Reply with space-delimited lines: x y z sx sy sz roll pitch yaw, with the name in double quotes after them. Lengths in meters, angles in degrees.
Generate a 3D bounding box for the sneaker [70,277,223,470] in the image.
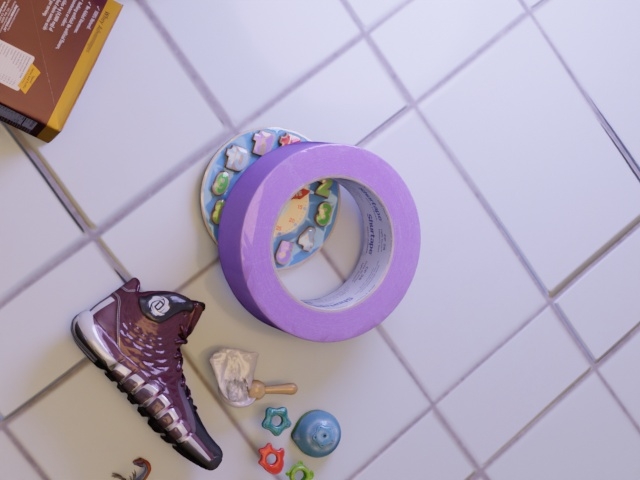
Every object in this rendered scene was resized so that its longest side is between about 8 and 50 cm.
-0.191 0.166 1.714 0.162 0.106 0.281 -44 101 -19 "sneaker"

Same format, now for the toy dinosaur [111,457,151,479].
-0.260 0.340 1.727 0.082 0.047 0.090 -38 133 -25 "toy dinosaur"

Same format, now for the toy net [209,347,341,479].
-0.078 0.244 1.782 0.232 0.045 0.122 41 78 -11 "toy net"

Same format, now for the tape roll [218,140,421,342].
0.000 0.000 1.764 0.275 0.090 0.274 -3 97 -26 "tape roll"

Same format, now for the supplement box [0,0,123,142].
-0.392 -0.258 1.648 0.194 0.129 0.191 27 79 -16 "supplement box"

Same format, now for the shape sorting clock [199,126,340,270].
-0.069 -0.059 1.797 0.206 0.040 0.206 1 87 -19 "shape sorting clock"
